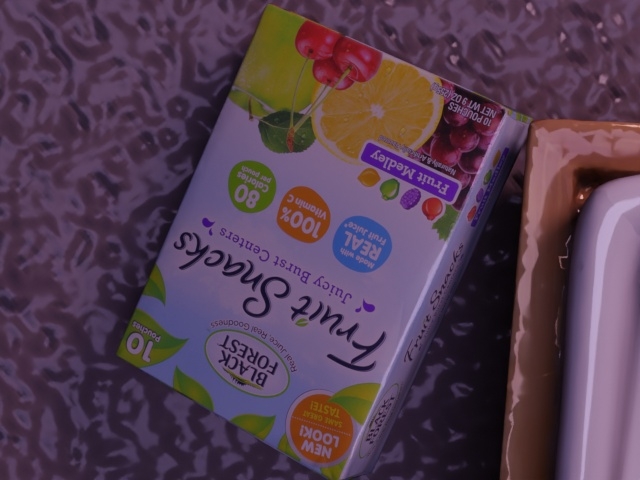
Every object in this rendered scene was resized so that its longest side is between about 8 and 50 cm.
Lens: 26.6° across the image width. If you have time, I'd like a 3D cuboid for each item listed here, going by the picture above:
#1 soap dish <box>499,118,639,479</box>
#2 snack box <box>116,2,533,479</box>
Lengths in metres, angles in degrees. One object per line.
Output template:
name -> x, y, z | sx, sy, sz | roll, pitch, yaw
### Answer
soap dish -> 0.170, 0.103, 0.500 | 0.229, 0.118, 0.291 | 2, 99, -7
snack box -> 0.000, 0.000, 0.484 | 0.100, 0.037, 0.141 | 27, 98, 22
